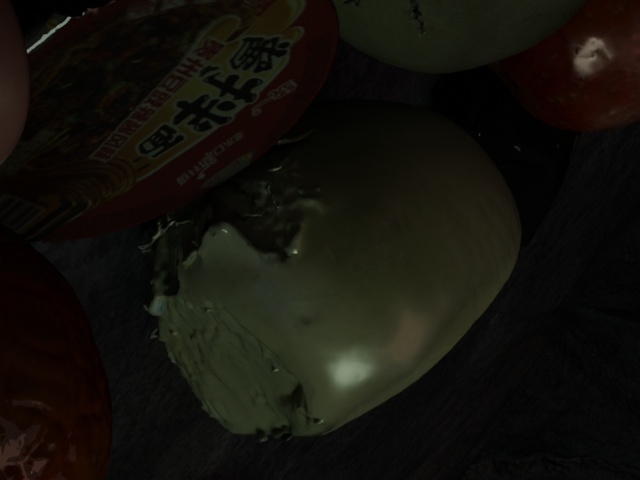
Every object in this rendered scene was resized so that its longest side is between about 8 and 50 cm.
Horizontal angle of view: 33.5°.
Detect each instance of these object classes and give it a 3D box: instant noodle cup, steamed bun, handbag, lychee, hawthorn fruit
[{"bbox_3d":[-0.127,-0.110,0.695,0.274,0.091,0.274,-27,160,-11],"label":"instant noodle cup"},{"bbox_3d":[0.000,0.000,0.938,0.333,0.233,0.312,-21,-162,50],"label":"steamed bun"},{"bbox_3d":[0.275,-0.172,1.366,0.288,0.152,0.342,-61,159,-14],"label":"handbag"},{"bbox_3d":[-0.240,0.099,0.593,0.300,0.255,0.255,-80,-174,-52],"label":"lychee"},{"bbox_3d":[0.290,-0.255,1.101,0.284,0.284,0.284,-42,154,-26],"label":"hawthorn fruit"}]

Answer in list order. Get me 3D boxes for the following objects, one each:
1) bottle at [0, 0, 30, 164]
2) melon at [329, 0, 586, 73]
[{"bbox_3d":[-0.270,-0.071,0.442,0.296,0.173,0.207,-27,111,-46],"label":"bottle"},{"bbox_3d":[0.079,-0.255,0.703,0.268,0.268,0.330,-42,154,-26],"label":"melon"}]
